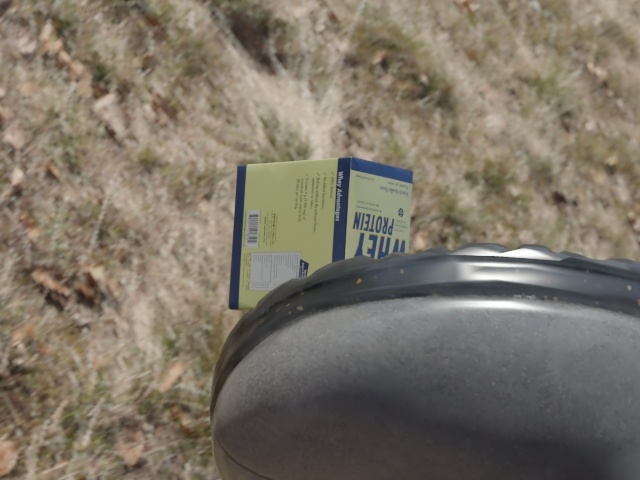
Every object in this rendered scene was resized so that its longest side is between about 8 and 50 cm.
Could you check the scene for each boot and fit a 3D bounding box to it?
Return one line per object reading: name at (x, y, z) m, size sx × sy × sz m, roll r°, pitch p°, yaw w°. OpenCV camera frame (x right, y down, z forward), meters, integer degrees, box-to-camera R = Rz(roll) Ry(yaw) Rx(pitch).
boot at (0.113, 0.137, 0.317) m, size 0.338 × 0.118 × 0.223 m, roll 15°, pitch 47°, yaw 4°

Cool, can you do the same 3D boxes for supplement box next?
supplement box at (0.000, 0.000, 0.725) m, size 0.056 × 0.083 × 0.083 m, roll 9°, pitch 83°, yaw -49°
